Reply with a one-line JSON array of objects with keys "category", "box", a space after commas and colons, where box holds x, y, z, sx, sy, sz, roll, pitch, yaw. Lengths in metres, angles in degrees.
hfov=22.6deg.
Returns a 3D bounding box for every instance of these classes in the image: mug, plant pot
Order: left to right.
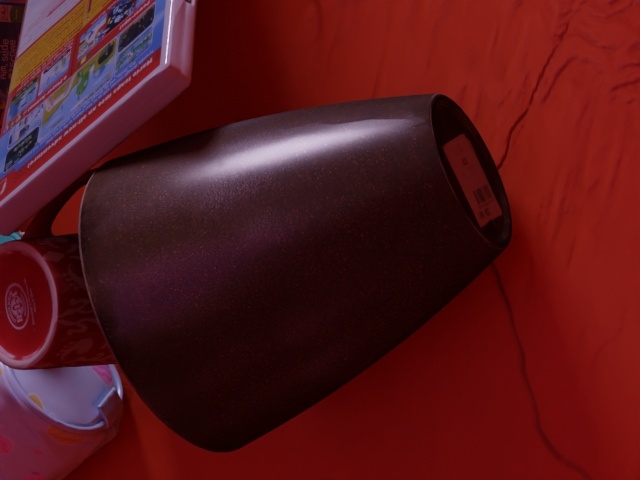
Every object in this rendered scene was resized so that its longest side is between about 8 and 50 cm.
[{"category": "mug", "box": [-0.171, 0.031, 1.189, 0.150, 0.169, 0.113, 48, 121, 27]}, {"category": "plant pot", "box": [0.000, 0.000, 1.046, 0.230, 0.215, 0.215, -24, 77, 23]}]

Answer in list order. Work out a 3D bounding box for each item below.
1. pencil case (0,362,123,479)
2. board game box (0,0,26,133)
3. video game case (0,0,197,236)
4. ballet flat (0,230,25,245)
[{"category": "pencil case", "box": [-0.273, 0.186, 1.318, 0.124, 0.113, 0.273, 47, 121, 12]}, {"category": "board game box", "box": [-0.315, -0.110, 1.387, 0.136, 0.035, 0.201, 10, 99, 39]}, {"category": "video game case", "box": [-0.159, -0.160, 1.161, 0.204, 0.025, 0.285, -35, 37, 32]}, {"category": "ballet flat", "box": [-0.283, 0.042, 1.331, 0.241, 0.077, 0.091, -5, 48, 51]}]
